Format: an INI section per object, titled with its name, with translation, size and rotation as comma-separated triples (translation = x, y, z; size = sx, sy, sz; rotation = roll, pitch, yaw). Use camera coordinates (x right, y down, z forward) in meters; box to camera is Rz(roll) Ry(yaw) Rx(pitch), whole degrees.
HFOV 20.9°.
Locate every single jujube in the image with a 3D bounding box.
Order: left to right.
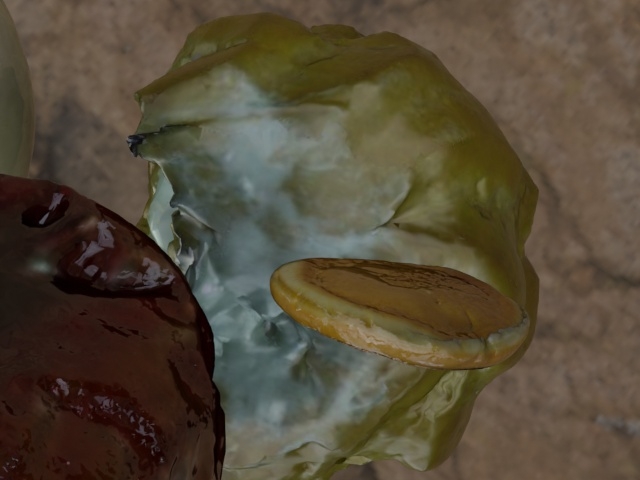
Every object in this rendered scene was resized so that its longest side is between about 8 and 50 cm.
[jujube]
translation = -0.207, 0.139, 0.831
size = 0.276, 0.377, 0.276
rotation = 21, 143, 17

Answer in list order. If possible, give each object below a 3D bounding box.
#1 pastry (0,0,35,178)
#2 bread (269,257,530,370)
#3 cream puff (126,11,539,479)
[pastry]
translation = -0.306, -0.097, 1.183
size = 0.265, 0.133, 0.265
rotation = 26, 127, 41
[bread]
translation = 0.033, 0.028, 0.725
size = 0.110, 0.110, 0.024
rotation = 18, 103, 24
[cream puff]
translation = 0.007, -0.004, 1.084
size = 0.274, 0.270, 0.323
rotation = 20, 121, 4
